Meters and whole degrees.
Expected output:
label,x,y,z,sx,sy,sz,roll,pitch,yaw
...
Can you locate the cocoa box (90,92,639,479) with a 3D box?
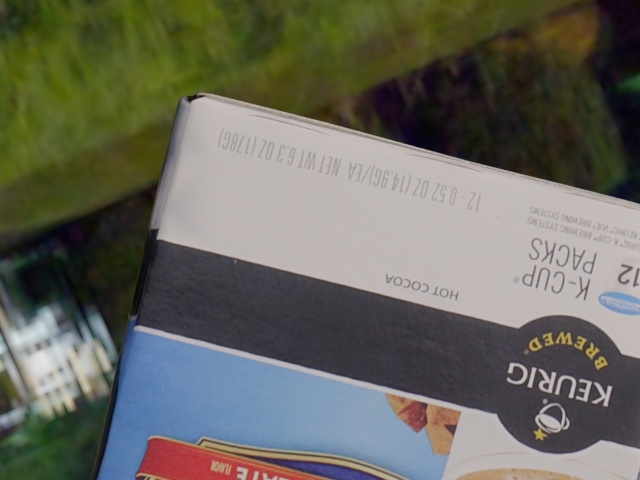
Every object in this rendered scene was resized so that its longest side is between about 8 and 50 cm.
label,x,y,z,sx,sy,sz,roll,pitch,yaw
cocoa box,0.026,0.077,0.881,0.231,0.228,0.347,14,179,0
